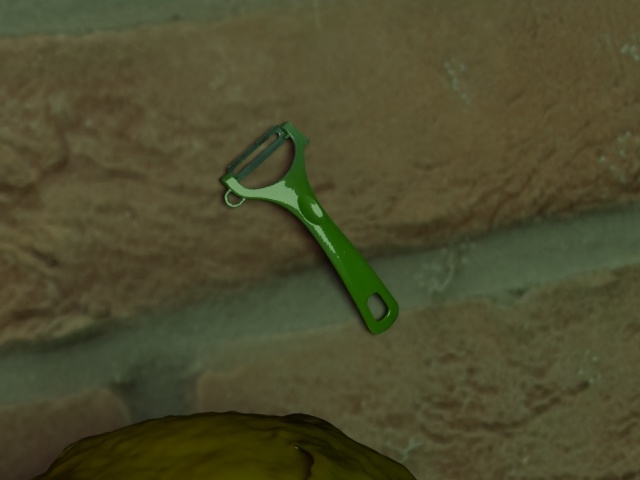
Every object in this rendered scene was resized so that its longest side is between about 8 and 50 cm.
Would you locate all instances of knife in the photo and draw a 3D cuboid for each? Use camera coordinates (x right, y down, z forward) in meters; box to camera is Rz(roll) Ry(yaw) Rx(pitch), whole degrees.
[{"bbox_3d":[0.001,0.000,1.176,0.078,0.022,0.166,-41,102,-17],"label":"knife"}]

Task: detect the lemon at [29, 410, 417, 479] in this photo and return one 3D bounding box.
[{"bbox_3d":[-0.049,0.281,0.951,0.350,0.350,0.387,-41,119,-23],"label":"lemon"}]
